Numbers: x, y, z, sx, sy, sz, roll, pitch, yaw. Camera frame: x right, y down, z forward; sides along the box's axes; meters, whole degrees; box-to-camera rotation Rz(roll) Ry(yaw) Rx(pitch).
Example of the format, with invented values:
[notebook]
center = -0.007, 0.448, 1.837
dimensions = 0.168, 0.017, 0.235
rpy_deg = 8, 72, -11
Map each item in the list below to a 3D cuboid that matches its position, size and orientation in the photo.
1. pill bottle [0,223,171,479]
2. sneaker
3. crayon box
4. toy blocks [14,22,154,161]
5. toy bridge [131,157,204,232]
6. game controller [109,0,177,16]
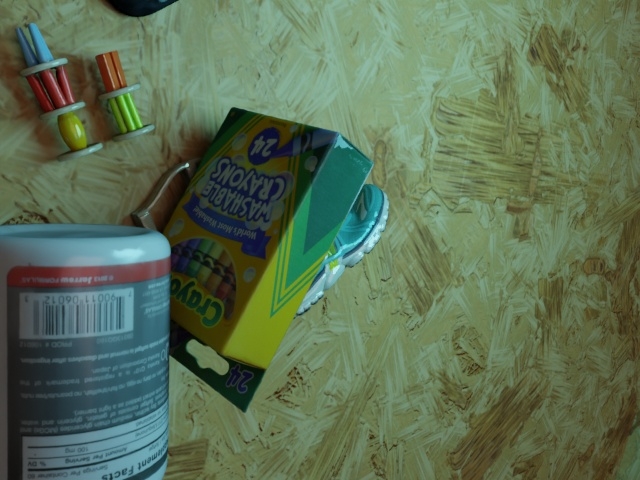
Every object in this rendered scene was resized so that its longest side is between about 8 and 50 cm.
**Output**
[pill bottle]
center = -0.268, 0.169, 0.683
dimensions = 0.210, 0.210, 0.363
rpy_deg = -2, 97, -38
[sneaker]
center = 0.000, 0.000, 0.949
dimensions = 0.275, 0.107, 0.110
rpy_deg = -45, 111, -26
[crayon box]
center = -0.099, 0.010, 0.773
dimensions = 0.083, 0.203, 0.323
rpy_deg = 32, 83, -47
[toy blocks]
center = -0.270, -0.180, 0.737
dimensions = 0.123, 0.054, 0.148
rpy_deg = -29, 112, -32
[toy bridge]
center = -0.166, -0.075, 0.851
dimensions = 0.188, 0.026, 0.063
rpy_deg = -35, 115, -31
[game controller]
center = -0.158, -0.412, 0.805
dimensions = 0.319, 0.067, 0.167
rpy_deg = -41, 133, -27
